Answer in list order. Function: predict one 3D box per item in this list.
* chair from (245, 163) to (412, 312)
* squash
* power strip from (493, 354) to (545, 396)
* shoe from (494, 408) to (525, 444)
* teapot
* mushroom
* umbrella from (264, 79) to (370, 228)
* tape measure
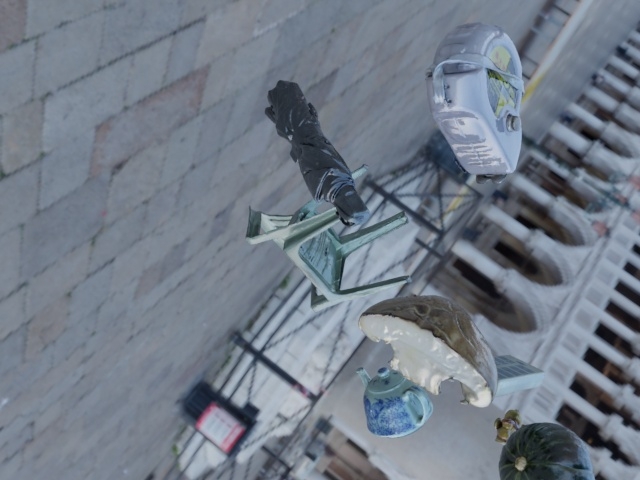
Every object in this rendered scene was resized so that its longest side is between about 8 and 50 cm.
[{"bbox_3d":[0.000,0.000,1.395,0.275,0.203,0.190,-22,-146,28],"label":"chair"},{"bbox_3d":[0.480,0.493,1.708,0.218,0.172,0.218,-41,-154,25],"label":"squash"},{"bbox_3d":[0.413,0.302,1.821,0.367,0.106,0.043,9,104,-58],"label":"power strip"},{"bbox_3d":[0.456,0.449,1.930,0.109,0.072,0.069,-3,109,-47],"label":"shoe"},{"bbox_3d":[0.164,0.350,1.807,0.159,0.159,0.232,-49,-153,-21],"label":"teapot"},{"bbox_3d":[0.221,0.180,1.486,0.151,0.286,0.156,-39,149,-39],"label":"mushroom"},{"bbox_3d":[-0.005,-0.112,1.047,0.059,0.235,0.066,-18,148,-21],"label":"umbrella"},{"bbox_3d":[0.246,-0.235,1.250,0.236,0.120,0.197,46,57,-43],"label":"tape measure"}]
